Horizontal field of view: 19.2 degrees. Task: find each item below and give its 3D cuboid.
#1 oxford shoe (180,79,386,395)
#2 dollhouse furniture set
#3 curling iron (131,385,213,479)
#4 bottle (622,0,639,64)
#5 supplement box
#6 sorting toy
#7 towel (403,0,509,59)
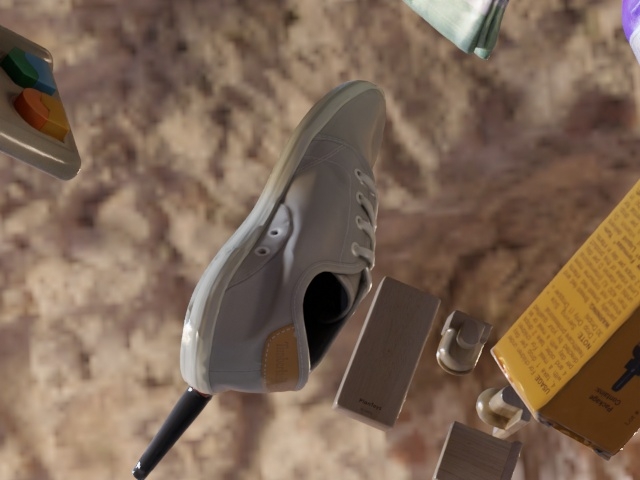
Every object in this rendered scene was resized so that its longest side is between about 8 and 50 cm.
[{"bbox_3d":[0.000,0.000,1.864,0.130,0.169,0.449,11,39,15],"label":"oxford shoe"},{"bbox_3d":[0.088,0.135,1.562,0.151,0.144,0.123,22,-17,-2],"label":"dollhouse furniture set"},{"bbox_3d":[-0.116,0.163,2.076,0.274,0.068,0.035,-45,-29,10],"label":"curling iron"},{"bbox_3d":[0.261,-0.143,1.249,0.118,0.283,0.092,-8,-26,-29],"label":"bottle"},{"bbox_3d":[0.207,0.013,1.100,0.078,0.233,0.080,31,14,-36],"label":"supplement box"},{"bbox_3d":[-0.342,-0.172,2.002,0.193,0.208,0.038,27,-60,-36],"label":"sorting toy"},{"bbox_3d":[0.156,-0.383,1.947,0.038,0.248,0.325,-8,-47,-43],"label":"towel"}]
